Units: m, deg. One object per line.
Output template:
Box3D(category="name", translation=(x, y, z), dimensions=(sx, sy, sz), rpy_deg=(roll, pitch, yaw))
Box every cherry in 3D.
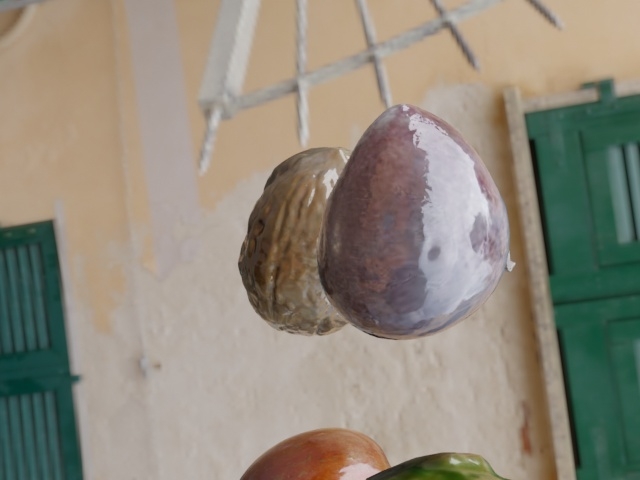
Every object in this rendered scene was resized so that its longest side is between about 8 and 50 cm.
Box3D(category="cherry", translation=(0.076, -0.019, 0.777), dimensions=(0.188, 0.115, 0.148), rpy_deg=(-27, 100, -37))

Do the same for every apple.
Box3D(category="apple", translation=(-0.006, 0.353, 1.503), dimensions=(0.253, 0.253, 0.254), rpy_deg=(-9, 90, -74))

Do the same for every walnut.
Box3D(category="walnut", translation=(-0.002, -0.001, 1.325), dimensions=(0.178, 0.178, 0.230), rpy_deg=(-75, 177, -54))

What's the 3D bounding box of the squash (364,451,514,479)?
Box3D(category="squash", translation=(0.058, 0.257, 0.543), dimensions=(0.310, 0.310, 0.309), rpy_deg=(11, 60, -73))
